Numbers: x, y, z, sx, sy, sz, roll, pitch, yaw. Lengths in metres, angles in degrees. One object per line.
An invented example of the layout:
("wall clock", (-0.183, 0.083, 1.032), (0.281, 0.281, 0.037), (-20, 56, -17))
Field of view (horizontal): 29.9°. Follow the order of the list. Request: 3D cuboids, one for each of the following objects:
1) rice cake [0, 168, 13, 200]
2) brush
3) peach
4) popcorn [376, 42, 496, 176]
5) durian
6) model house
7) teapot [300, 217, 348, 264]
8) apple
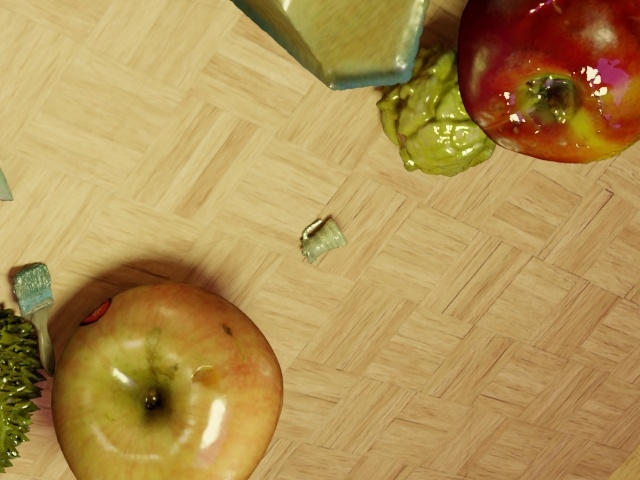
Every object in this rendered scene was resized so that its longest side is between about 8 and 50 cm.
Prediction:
("rice cake", (-0.490, -0.126, 1.714), (0.033, 0.033, 0.207), (-36, 141, -17))
("brush", (-0.450, 0.134, 1.929), (0.070, 0.021, 0.196), (-30, 121, -45))
("peach", (0.404, -0.301, 1.797), (0.416, 0.353, 0.339), (-53, 130, -47))
("popcorn", (0.205, -0.221, 1.998), (0.259, 0.259, 0.212), (-41, 114, 4))
("durian", (-0.559, 0.232, 1.970), (0.198, 0.163, 0.394), (11, 124, 5))
("model house", (0.039, -0.438, 1.620), (0.382, 0.334, 0.342), (-45, 149, 1))
("teapot", (0.000, 0.000, 2.166), (0.083, 0.057, 0.067), (-35, 102, 1))
("apple", (-0.250, 0.269, 1.996), (0.391, 0.391, 0.346), (-40, 165, 3))
